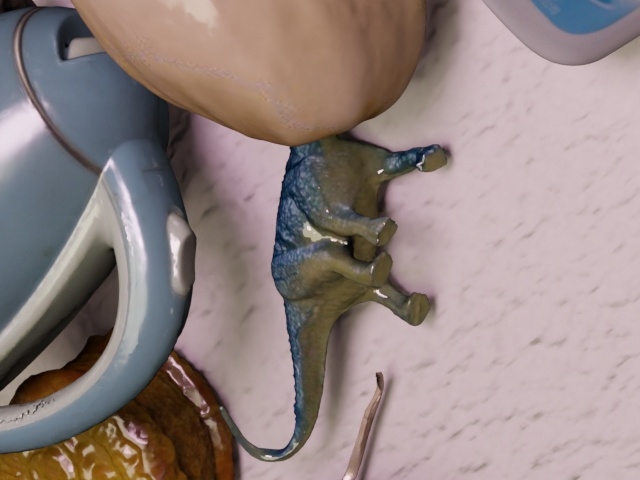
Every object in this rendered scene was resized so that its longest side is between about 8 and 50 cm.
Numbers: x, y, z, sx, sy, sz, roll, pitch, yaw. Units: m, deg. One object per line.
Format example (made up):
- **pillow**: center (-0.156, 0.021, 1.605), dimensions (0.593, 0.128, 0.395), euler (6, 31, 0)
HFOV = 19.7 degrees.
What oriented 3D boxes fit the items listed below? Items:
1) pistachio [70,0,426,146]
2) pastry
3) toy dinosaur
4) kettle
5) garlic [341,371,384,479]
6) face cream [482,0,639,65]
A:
- **pistachio**: center (-0.056, -0.181, 1.142), dimensions (0.197, 0.166, 0.288), euler (-37, 105, 24)
- **pastry**: center (-0.161, 0.171, 1.445), dimensions (0.189, 0.103, 0.188), euler (14, 117, 29)
- **toy dinosaur**: center (0.009, -0.001, 1.274), dimensions (0.147, 0.076, 0.363), euler (17, 113, 39)
- **kettle**: center (-0.233, -0.003, 1.334), dimensions (0.342, 0.247, 0.319), euler (-34, 77, 28)
- **garlic**: center (0.054, 0.240, 1.320), dimensions (0.207, 0.207, 0.256), euler (23, 87, 25)
- **face cream**: center (0.220, -0.232, 1.003), dimensions (0.337, 0.080, 0.163), euler (-31, 108, 32)
